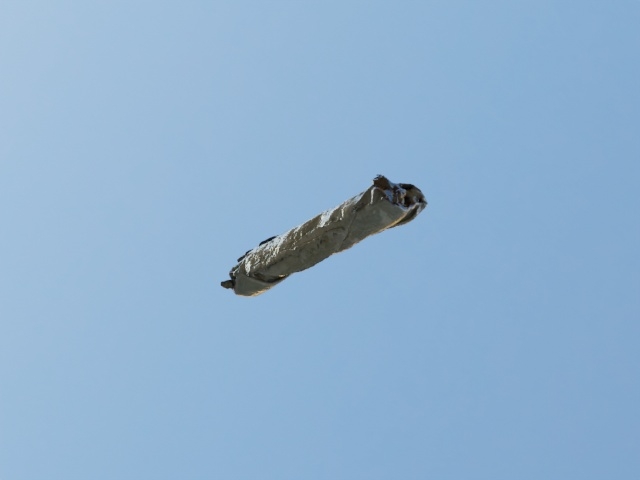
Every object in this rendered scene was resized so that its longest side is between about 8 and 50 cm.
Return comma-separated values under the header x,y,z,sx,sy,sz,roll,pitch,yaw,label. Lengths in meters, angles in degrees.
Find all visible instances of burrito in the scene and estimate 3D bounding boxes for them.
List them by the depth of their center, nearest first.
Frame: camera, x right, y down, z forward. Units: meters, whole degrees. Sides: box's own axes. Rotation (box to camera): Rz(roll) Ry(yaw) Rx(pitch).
x,y,z,sx,sy,sz,roll,pitch,yaw,label
0.000,0.000,1.388,0.185,0.041,0.045,-26,-146,37,burrito
